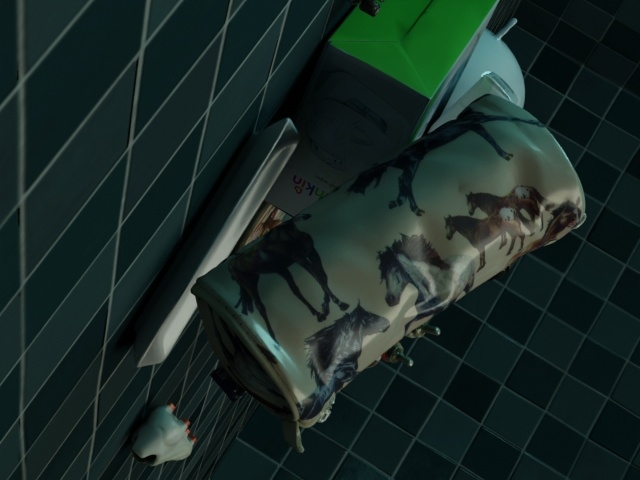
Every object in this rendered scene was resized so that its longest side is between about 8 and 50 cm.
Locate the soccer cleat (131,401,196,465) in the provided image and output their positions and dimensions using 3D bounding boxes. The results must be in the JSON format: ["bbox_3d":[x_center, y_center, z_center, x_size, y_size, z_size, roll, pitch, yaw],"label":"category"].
[{"bbox_3d":[-0.202,0.248,1.885,0.076,0.068,0.196,-42,171,-12],"label":"soccer cleat"}]

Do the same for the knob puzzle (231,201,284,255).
[{"bbox_3d":[-0.062,-0.012,1.833,0.213,0.030,0.213,-57,175,-8],"label":"knob puzzle"}]

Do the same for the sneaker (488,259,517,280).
[{"bbox_3d":[0.193,-0.026,1.837,0.102,0.146,0.293,-43,-179,-21],"label":"sneaker"}]

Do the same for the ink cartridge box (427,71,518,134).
[{"bbox_3d":[0.129,-0.101,1.736,0.225,0.056,0.181,-41,180,11],"label":"ink cartridge box"}]

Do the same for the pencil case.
[{"bbox_3d":[0.076,0.017,1.469,0.410,0.183,0.160,-33,-157,-20],"label":"pencil case"}]

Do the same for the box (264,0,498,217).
[{"bbox_3d":[0.066,-0.162,1.646,0.262,0.127,0.231,-55,173,-48],"label":"box"}]

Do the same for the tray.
[{"bbox_3d":[-0.105,-0.001,1.461,0.270,0.030,0.145,-58,175,-1],"label":"tray"}]

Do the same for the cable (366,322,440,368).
[{"bbox_3d":[0.031,0.092,2.036,0.072,0.287,0.139,41,75,-45],"label":"cable"}]

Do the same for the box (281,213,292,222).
[{"bbox_3d":[0.000,0.000,1.969,0.137,0.126,0.072,-59,173,-2],"label":"box"}]

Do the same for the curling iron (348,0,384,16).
[{"bbox_3d":[0.086,-0.290,1.552,0.068,0.035,0.274,-64,172,29],"label":"curling iron"}]

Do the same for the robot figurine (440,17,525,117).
[{"bbox_3d":[0.145,-0.155,2.032,0.300,0.200,0.353,-33,159,-45],"label":"robot figurine"}]
